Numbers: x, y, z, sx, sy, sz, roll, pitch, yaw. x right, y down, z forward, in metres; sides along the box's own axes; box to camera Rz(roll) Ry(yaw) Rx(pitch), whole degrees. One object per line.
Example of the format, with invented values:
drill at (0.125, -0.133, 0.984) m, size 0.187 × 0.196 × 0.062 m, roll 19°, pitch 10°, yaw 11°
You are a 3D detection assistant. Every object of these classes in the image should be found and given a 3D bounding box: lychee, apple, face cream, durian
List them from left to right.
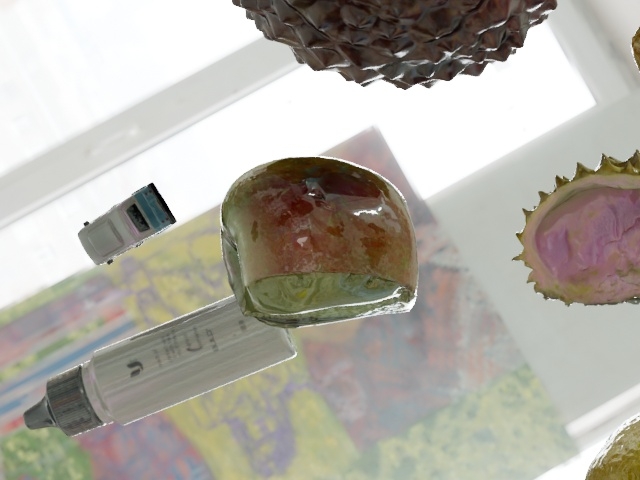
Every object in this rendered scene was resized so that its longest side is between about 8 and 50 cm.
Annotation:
face cream at (-0.183, 0.144, 1.551) m, size 0.092 × 0.311 × 0.092 m, roll -23°, pitch 90°, yaw -86°
apple at (0.000, 0.000, 1.385) m, size 0.207 × 0.188 × 0.174 m, roll -166°, pitch -113°, yaw -80°
lychee at (0.053, -0.394, 1.557) m, size 0.500 × 0.424 × 0.424 m, roll 39°, pitch 0°, yaw -10°
durian at (0.271, -0.005, 1.160) m, size 0.165 × 0.132 × 0.182 m, roll 19°, pitch -14°, yaw -27°

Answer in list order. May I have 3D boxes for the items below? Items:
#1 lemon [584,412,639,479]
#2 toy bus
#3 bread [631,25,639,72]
lemon at (0.430, 0.311, 1.581) m, size 0.293 × 0.293 × 0.293 m, roll 61°, pitch -4°, yaw 7°
toy bus at (-0.235, -0.014, 1.661) m, size 0.123 × 0.075 × 0.060 m, roll -26°, pitch -83°, yaw 47°
bread at (0.315, -0.151, 1.194) m, size 0.110 × 0.083 × 0.044 m, roll 56°, pitch 29°, yaw -26°
